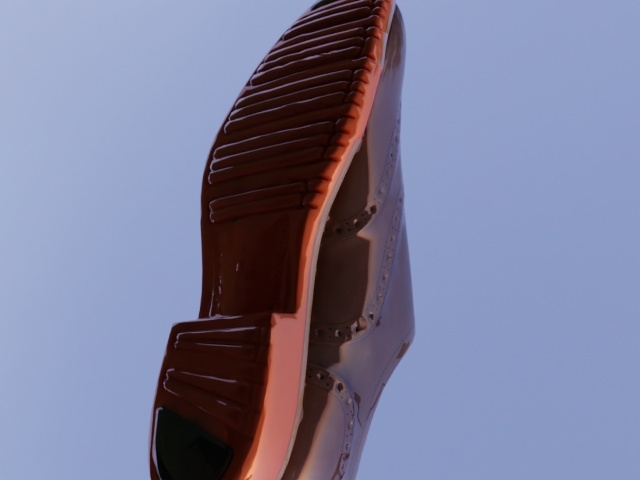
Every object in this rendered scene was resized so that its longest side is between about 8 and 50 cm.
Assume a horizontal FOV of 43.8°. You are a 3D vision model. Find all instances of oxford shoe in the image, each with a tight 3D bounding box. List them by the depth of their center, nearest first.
[{"bbox_3d":[0.000,0.000,0.389,0.097,0.098,0.271,0,-111,47],"label":"oxford shoe"}]
